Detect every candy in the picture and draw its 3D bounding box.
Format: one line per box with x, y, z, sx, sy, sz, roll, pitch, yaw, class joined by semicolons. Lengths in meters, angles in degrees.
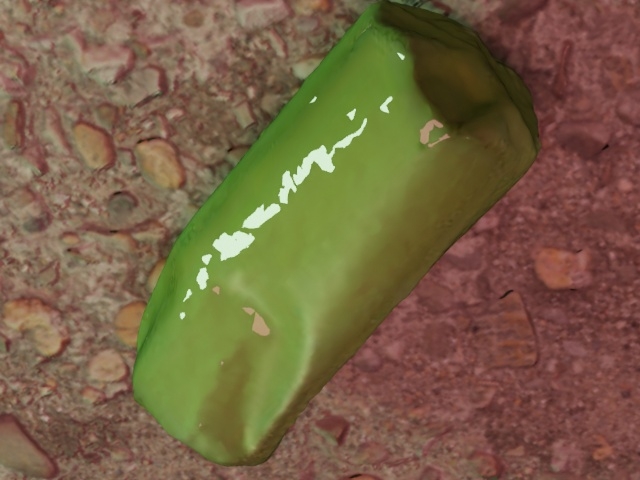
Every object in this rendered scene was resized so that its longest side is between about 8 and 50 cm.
0.000;0.000;1.111;0.142;0.132;0.343;23;122;-26;candy
